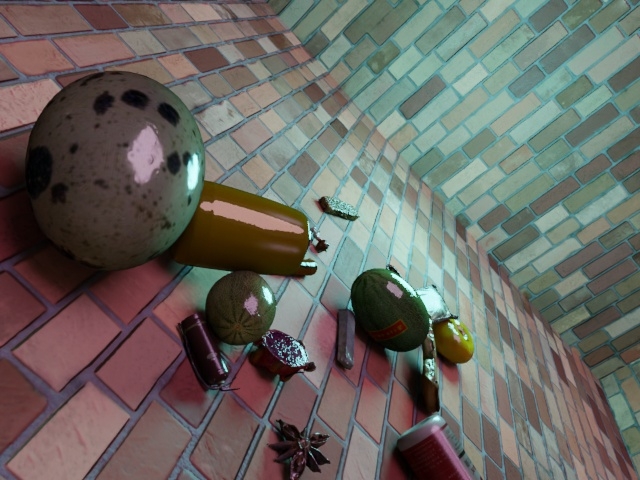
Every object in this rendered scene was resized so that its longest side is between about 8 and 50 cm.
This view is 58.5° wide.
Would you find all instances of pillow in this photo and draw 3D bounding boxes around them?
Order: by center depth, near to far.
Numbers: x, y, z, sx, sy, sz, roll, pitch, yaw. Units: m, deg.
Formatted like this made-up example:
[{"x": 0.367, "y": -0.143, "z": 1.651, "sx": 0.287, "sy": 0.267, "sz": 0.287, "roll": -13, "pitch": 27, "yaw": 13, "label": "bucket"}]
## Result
[{"x": 0.325, "y": 0.223, "z": 1.858, "sx": 0.255, "sy": 0.059, "sz": 0.169, "roll": -5, "pitch": 47, "yaw": -41, "label": "pillow"}]

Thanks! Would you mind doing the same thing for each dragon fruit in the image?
[{"x": -0.085, "y": 0.240, "z": 1.178, "sx": 0.126, "sy": 0.068, "sz": 0.112, "roll": 19, "pitch": 26, "yaw": -30, "label": "dragon fruit"}]

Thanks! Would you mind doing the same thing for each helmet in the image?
[{"x": 0.227, "y": 0.128, "z": 1.893, "sx": 0.111, "sy": 0.057, "sz": 0.089, "roll": 18, "pitch": 42, "yaw": -59, "label": "helmet"}]

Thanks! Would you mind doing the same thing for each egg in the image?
[{"x": -0.342, "y": -0.120, "z": 0.966, "sx": 0.287, "sy": 0.287, "sz": 0.379, "roll": 37, "pitch": 33, "yaw": -28, "label": "egg"}]

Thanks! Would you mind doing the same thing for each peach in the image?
[{"x": 0.444, "y": 0.336, "z": 1.923, "sx": 0.179, "sy": 0.103, "sz": 0.179, "roll": 37, "pitch": 23, "yaw": -19, "label": "peach"}]

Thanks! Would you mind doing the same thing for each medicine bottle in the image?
[{"x": 0.291, "y": 0.540, "z": 1.319, "sx": 0.250, "sy": 0.131, "sz": 0.131, "roll": 57, "pitch": 24, "yaw": 16, "label": "medicine bottle"}]

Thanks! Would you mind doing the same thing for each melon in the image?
[{"x": -0.155, "y": 0.129, "z": 1.117, "sx": 0.139, "sy": 0.139, "sz": 0.192, "roll": 45, "pitch": 9, "yaw": -13, "label": "melon"}, {"x": 0.199, "y": 0.201, "z": 1.584, "sx": 0.288, "sy": 0.182, "sz": 0.182, "roll": 47, "pitch": 24, "yaw": -18, "label": "melon"}]

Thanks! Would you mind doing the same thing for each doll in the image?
[{"x": -0.003, "y": -0.003, "z": 1.701, "sx": 0.085, "sy": 0.040, "sz": 0.058, "roll": 56, "pitch": 11, "yaw": 1, "label": "doll"}]

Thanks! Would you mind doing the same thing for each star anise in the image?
[{"x": -0.040, "y": 0.393, "z": 1.045, "sx": 0.124, "sy": 0.056, "sz": 0.129, "roll": 20, "pitch": 34, "yaw": -7, "label": "star anise"}]

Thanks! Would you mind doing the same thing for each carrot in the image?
[{"x": -0.064, "y": 0.067, "z": 1.484, "sx": 0.139, "sy": 0.048, "sz": 0.048, "roll": 8, "pitch": 48, "yaw": -55, "label": "carrot"}]

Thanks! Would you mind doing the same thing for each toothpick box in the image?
[{"x": -0.159, "y": -0.016, "z": 1.183, "sx": 0.271, "sy": 0.175, "sz": 0.175, "roll": 13, "pitch": 39, "yaw": -23, "label": "toothpick box"}]

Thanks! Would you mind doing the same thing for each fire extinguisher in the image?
[{"x": -0.205, "y": 0.207, "z": 1.035, "sx": 0.064, "sy": 0.043, "sz": 0.158, "roll": -16, "pitch": 64, "yaw": -32, "label": "fire extinguisher"}]

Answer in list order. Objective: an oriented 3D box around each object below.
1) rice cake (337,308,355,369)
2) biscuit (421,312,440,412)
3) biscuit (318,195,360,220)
[{"x": 0.065, "y": 0.247, "z": 1.464, "sx": 0.043, "sy": 0.034, "sz": 0.211, "roll": 51, "pitch": 22, "yaw": -22, "label": "rice cake"}, {"x": 0.316, "y": 0.358, "z": 1.653, "sx": 0.299, "sy": 0.045, "sz": 0.154, "roll": -79, "pitch": 161, "yaw": -53, "label": "biscuit"}, {"x": 0.068, "y": -0.110, "z": 1.984, "sx": 0.199, "sy": 0.034, "sz": 0.064, "roll": 11, "pitch": 46, "yaw": -55, "label": "biscuit"}]
